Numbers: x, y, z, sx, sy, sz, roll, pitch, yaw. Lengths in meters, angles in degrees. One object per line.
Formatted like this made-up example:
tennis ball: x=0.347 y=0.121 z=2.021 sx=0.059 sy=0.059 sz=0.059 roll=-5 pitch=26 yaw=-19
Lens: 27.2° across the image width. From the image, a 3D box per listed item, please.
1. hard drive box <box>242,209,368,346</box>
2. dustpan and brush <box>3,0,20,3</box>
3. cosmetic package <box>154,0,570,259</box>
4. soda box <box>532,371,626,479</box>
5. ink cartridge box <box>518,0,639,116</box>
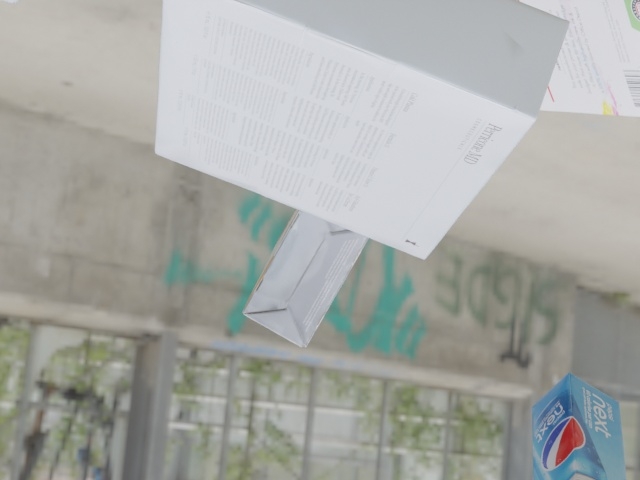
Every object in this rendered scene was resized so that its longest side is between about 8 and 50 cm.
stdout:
hard drive box: x=0.000 y=0.000 z=1.639 sx=0.089 sy=0.181 sz=0.232 roll=29 pitch=-161 yaw=-2
dustpan and brush: x=-0.259 y=-0.224 z=1.061 sx=0.060 sy=0.211 sz=0.147 roll=28 pitch=147 yaw=-13
cosmetic package: x=0.011 y=-0.121 z=1.112 sx=0.284 sy=0.097 sz=0.377 roll=24 pitch=162 yaw=-1
soda box: x=0.264 y=0.233 z=1.350 sx=0.071 sy=0.210 sz=0.067 roll=32 pitch=120 yaw=-12
ink cartridge box: x=0.364 y=-0.279 z=1.743 sx=0.353 sy=0.119 sz=0.207 roll=12 pitch=134 yaw=49
